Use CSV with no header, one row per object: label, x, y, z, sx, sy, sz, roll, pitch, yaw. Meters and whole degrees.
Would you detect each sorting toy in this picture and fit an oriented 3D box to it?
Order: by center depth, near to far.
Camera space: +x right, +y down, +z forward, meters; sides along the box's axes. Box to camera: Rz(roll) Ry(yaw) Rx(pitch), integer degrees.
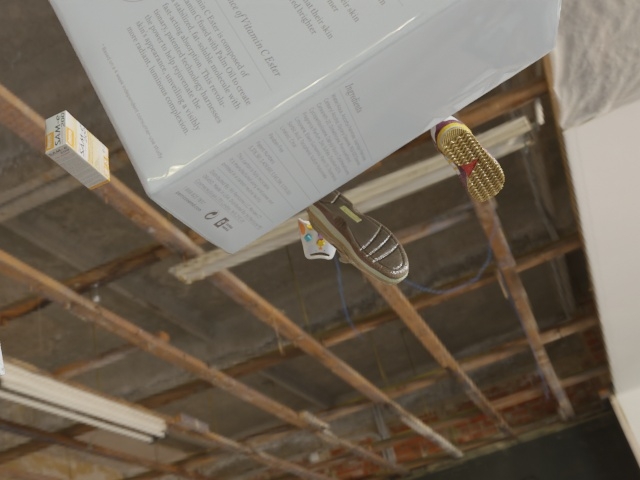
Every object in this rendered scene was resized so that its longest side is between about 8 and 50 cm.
sorting toy,0.000,0.000,1.396,0.083,0.045,0.075,0,-66,-7

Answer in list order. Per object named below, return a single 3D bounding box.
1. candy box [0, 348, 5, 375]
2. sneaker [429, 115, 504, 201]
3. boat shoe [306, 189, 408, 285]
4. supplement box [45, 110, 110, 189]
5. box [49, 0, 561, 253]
candy box,-0.646,0.161,1.383,0.070,0.196,0.165,-10,-6,-11
sneaker,0.237,-0.141,1.231,0.069,0.084,0.185,-34,-48,9
boat shoe,0.049,0.004,1.039,0.068,0.190,0.072,-18,-40,-31
supplement box,-0.334,-0.123,1.043,0.036,0.062,0.098,-21,-32,12
box,-0.007,-0.182,0.629,0.345,0.215,0.168,-32,-21,4
